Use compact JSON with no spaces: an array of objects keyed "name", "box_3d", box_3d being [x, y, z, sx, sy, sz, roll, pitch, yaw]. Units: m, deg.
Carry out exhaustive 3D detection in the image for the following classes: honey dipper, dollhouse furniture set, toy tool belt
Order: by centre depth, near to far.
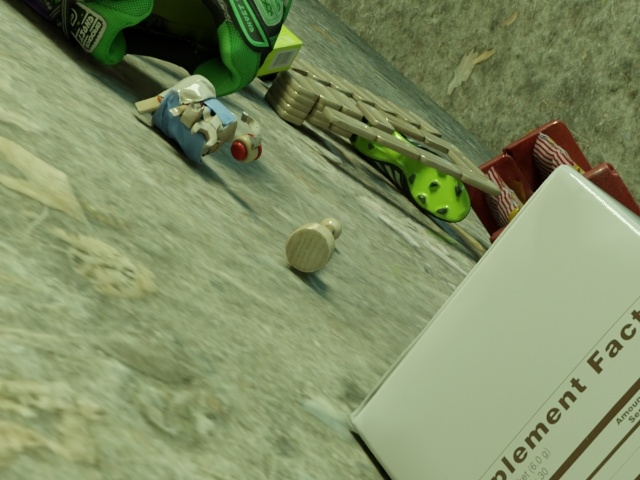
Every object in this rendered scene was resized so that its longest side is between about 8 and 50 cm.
[{"name":"toy tool belt","box_3d":[-0.086,-0.076,0.939,0.083,0.052,0.051,41,42,22]},{"name":"honey dipper","box_3d":[0.000,0.000,0.954,0.030,0.030,0.160,40,7,2]},{"name":"dollhouse furniture set","box_3d":[0.328,0.063,1.573,0.374,0.152,0.201,54,5,-19]}]

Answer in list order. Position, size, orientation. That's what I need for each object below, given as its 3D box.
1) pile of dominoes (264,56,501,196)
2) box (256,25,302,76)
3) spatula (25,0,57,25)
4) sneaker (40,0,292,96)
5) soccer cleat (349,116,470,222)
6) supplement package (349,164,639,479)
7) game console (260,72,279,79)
[{"name":"pile of dominoes","box_3d":[0.054,-0.121,1.469,0.251,0.040,0.196,22,19,-32]},{"name":"box","box_3d":[-0.115,-0.233,1.374,0.178,0.042,0.109,44,35,18]},{"name":"spatula","box_3d":[-0.143,-0.189,1.125,0.084,0.030,0.296,46,30,25]},{"name":"sneaker","box_3d":[-0.174,-0.218,0.970,0.343,0.134,0.146,21,53,-18]},{"name":"soccer cleat","box_3d":[0.106,-0.083,1.550,0.179,0.060,0.072,41,7,21]},{"name":"supplement package","box_3d":[0.183,0.134,0.625,0.177,0.175,0.293,28,16,-42]},{"name":"game console","box_3d":[-0.097,-0.225,1.566,0.122,0.071,0.107,-37,107,-78]}]
